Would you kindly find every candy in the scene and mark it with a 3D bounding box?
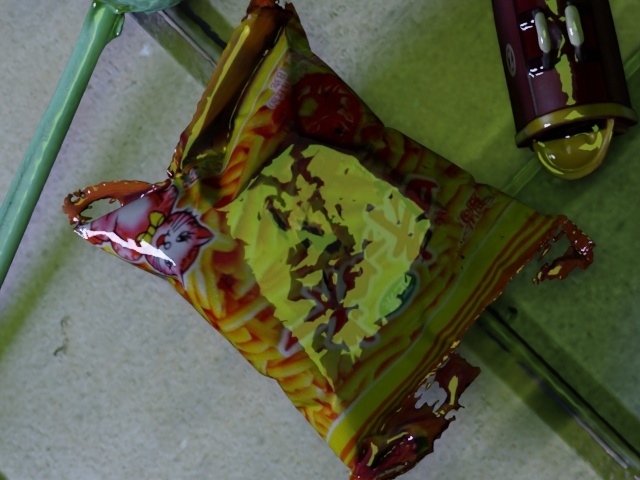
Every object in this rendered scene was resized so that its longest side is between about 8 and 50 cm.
[{"bbox_3d":[-0.180,-0.075,1.324,0.119,0.119,0.439,24,97,10],"label":"candy"}]

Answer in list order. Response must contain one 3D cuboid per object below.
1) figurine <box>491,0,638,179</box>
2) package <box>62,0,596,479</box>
[{"bbox_3d":[0.159,-0.117,1.263,0.082,0.098,0.154,-11,81,5],"label":"figurine"},{"bbox_3d":[0.005,-0.005,1.278,0.288,0.108,0.223,42,88,2],"label":"package"}]
